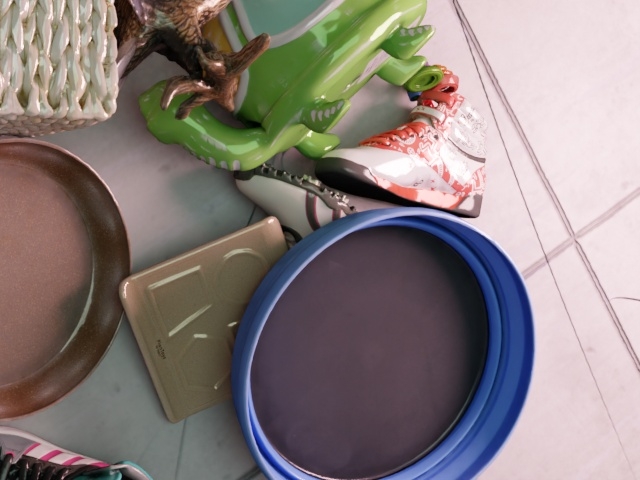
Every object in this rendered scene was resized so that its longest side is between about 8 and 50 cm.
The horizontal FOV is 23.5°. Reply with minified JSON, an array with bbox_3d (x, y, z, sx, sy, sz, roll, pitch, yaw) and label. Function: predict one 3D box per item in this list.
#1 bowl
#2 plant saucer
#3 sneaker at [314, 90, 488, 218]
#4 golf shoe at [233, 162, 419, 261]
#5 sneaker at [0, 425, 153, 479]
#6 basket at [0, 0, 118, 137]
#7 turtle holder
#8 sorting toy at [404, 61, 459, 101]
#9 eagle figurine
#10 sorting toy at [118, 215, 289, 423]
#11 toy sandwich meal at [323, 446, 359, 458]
[{"bbox_3d":[0.075,0.146,1.831,0.391,0.077,0.391,-7,108,-24],"label":"bowl"},{"bbox_3d":[-0.347,0.041,1.674,0.310,0.050,0.311,-10,106,-40],"label":"plant saucer"},{"bbox_3d":[0.104,-0.119,1.879,0.270,0.090,0.145,13,83,-42],"label":"sneaker"},{"bbox_3d":[0.000,0.000,1.847,0.272,0.105,0.120,32,84,-21],"label":"golf shoe"},{"bbox_3d":[-0.290,0.282,1.667,0.295,0.178,0.124,16,84,-24],"label":"sneaker"},{"bbox_3d":[-0.373,-0.270,1.546,0.266,0.331,0.328,1,89,-27],"label":"basket"},{"bbox_3d":[-0.039,-0.219,1.777,0.320,0.243,0.227,-44,86,16],"label":"turtle holder"},{"bbox_3d":[0.131,-0.207,1.929,0.102,0.061,0.042,19,47,-58],"label":"sorting toy"},{"bbox_3d":[-0.158,-0.281,1.616,0.225,0.226,0.298,-10,72,-61],"label":"eagle figurine"},{"bbox_3d":[-0.117,0.091,1.803,0.208,0.038,0.193,-25,113,-15],"label":"sorting toy"},{"bbox_3d":[0.019,0.231,1.895,0.085,0.029,0.086,-2,94,-27],"label":"toy sandwich meal"}]
